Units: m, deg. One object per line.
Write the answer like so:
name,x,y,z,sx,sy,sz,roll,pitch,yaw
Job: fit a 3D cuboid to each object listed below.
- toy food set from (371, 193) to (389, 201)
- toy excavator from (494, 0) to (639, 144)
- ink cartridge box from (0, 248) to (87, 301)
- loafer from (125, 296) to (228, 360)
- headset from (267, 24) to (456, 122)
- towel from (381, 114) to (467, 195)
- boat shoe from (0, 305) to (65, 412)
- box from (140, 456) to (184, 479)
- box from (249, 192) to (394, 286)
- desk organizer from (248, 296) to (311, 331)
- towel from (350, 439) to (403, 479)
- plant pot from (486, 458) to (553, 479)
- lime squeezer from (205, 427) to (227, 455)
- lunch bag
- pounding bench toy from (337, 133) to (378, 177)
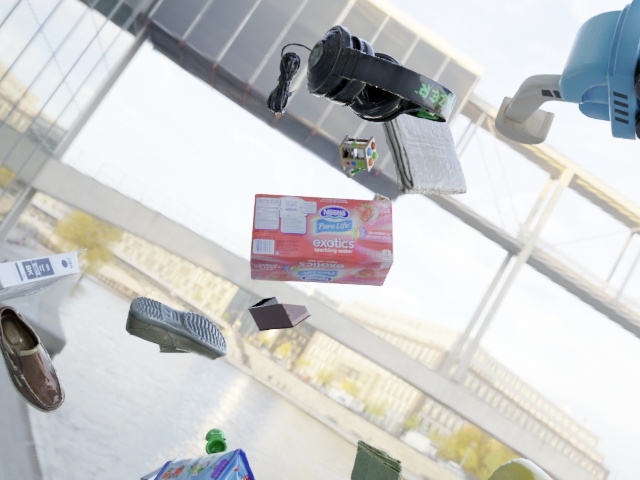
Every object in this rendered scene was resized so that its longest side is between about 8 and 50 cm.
toy food set,0.090,-0.019,1.889,0.105,0.232,0.111,21,-9,-12
toy excavator,0.570,-0.334,1.521,0.445,0.222,0.433,16,-18,29
ink cartridge box,-0.710,0.091,1.731,0.065,0.166,0.333,67,20,1
loafer,-0.323,0.207,1.613,0.251,0.087,0.094,29,24,-23
headset,0.058,-0.279,1.345,0.394,0.185,0.243,28,8,39
towel,0.237,-0.191,1.634,0.049,0.187,0.282,-21,-11,36
boat shoe,-0.640,0.258,1.572,0.257,0.095,0.095,55,-36,3
box,-0.445,0.749,2.098,0.038,0.186,0.145,-4,8,35
box,0.000,0.000,1.564,0.300,0.154,0.142,2,-24,-4
desk organizer,-0.079,0.134,1.346,0.130,0.047,0.050,-15,-76,55
towel,0.109,0.468,1.412,0.110,0.148,0.027,25,32,32
plant pot,0.279,0.366,0.937,0.134,0.134,0.095,39,-13,-34
lime squeezer,-0.281,0.557,1.891,0.059,0.109,0.310,19,0,-11
lunch bag,-0.260,0.507,1.232,0.221,0.293,0.138,-22,-81,39
pounding bench toy,0.079,-0.159,1.420,0.065,0.052,0.083,8,-48,23
